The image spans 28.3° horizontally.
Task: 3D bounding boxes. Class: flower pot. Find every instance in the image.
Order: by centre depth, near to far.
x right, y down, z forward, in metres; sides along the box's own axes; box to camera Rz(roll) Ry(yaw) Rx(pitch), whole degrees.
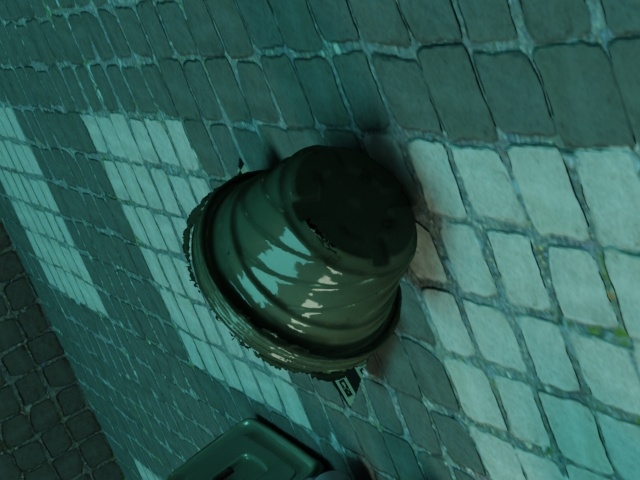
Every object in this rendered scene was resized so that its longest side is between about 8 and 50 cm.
[{"bbox_3d":[0.000,0.000,1.213,0.235,0.235,0.140,55,138,16],"label":"flower pot"}]

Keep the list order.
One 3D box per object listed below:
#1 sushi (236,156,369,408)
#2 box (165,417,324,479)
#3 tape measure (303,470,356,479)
[{"bbox_3d":[-0.013,0.042,1.489,0.279,0.043,0.192,54,158,20],"label":"sushi"},{"bbox_3d":[-0.092,0.418,1.950,0.294,0.193,0.168,19,139,62],"label":"box"},{"bbox_3d":[-0.002,0.404,1.736,0.178,0.196,0.105,59,-164,-24],"label":"tape measure"}]
